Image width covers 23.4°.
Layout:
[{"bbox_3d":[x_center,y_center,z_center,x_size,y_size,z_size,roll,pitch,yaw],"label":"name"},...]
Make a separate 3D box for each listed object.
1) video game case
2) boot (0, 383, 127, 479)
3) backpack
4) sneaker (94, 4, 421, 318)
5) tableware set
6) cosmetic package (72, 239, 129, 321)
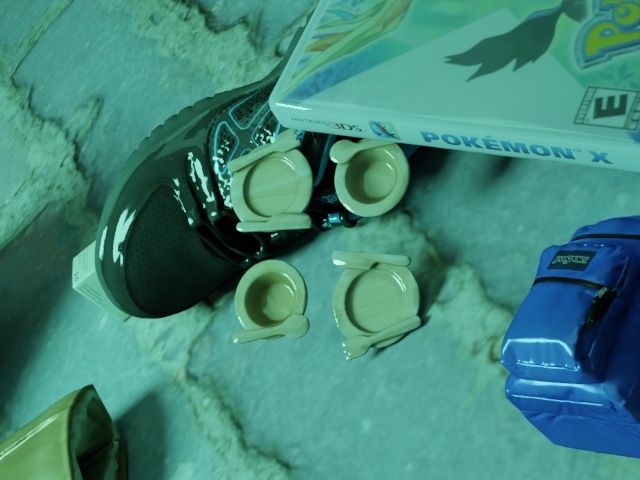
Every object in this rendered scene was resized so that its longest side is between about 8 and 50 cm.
[{"bbox_3d":[0.155,-0.199,1.044,0.300,0.036,0.329,10,63,33],"label":"video game case"},{"bbox_3d":[-0.271,0.195,1.227,0.269,0.089,0.236,-36,39,19],"label":"boot"},{"bbox_3d":[0.160,0.042,0.815,0.098,0.101,0.120,6,57,47],"label":"backpack"},{"bbox_3d":[-0.037,-0.051,1.145,0.341,0.125,0.139,-44,36,15],"label":"sneaker"},{"bbox_3d":[0.000,0.000,1.054,0.141,0.020,0.168,-8,75,24],"label":"tableware set"},{"bbox_3d":[-0.145,0.010,1.280,0.115,0.060,0.041,-39,34,21],"label":"cosmetic package"}]
